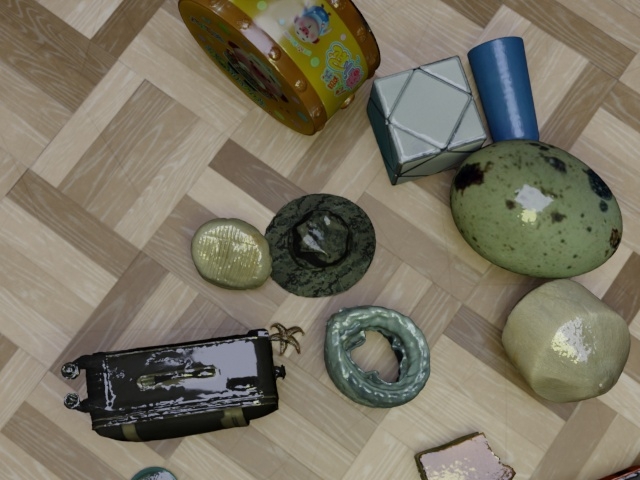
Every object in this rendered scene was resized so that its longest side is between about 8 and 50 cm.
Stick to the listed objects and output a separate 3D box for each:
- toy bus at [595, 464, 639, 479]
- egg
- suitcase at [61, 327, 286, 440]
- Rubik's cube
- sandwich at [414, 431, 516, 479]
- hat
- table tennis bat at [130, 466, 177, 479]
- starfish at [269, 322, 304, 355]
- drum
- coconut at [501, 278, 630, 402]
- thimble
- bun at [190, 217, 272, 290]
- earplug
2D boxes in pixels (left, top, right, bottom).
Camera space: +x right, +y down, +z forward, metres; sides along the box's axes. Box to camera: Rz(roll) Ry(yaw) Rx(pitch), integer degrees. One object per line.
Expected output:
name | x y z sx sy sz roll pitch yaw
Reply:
toy bus | 0.613 0.563 1.843 0.329 0.153 0.143 -21 81 -3
egg | 0.465 -0.066 1.896 0.379 0.287 0.288 15 79 5
suitcase | -0.286 0.306 1.819 0.434 0.283 0.194 -9 76 -3
Rubik's cube | 0.233 -0.264 1.975 0.207 0.205 0.205 -15 80 -5
sandwich | 0.322 0.531 1.866 0.186 0.108 0.220 -18 78 -4
hat | 0.000 0.000 1.961 0.265 0.128 0.266 1 79 -3
table tennis bat | -0.336 0.582 1.889 0.124 0.033 0.201 -38 77 -6
starfish | -0.075 0.219 1.965 0.091 0.028 0.078 43 87 4
drum | -0.093 -0.442 1.903 0.431 0.431 0.214 40 82 7
coconut | 0.521 0.221 1.847 0.237 0.237 0.266 -33 37 -7
thimble | 0.114 0.247 1.894 0.250 0.172 0.205 39 76 4
bun | -0.195 0.030 1.966 0.188 0.111 0.164 12 98 2
earplug | 0.433 -0.319 2.033 0.132 0.132 0.273 -11 82 -3
